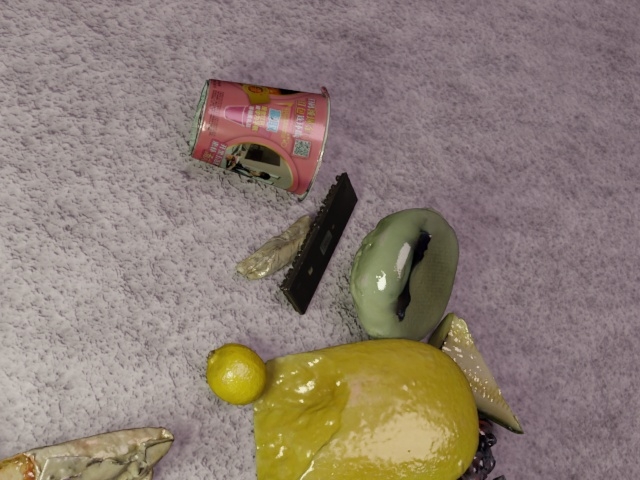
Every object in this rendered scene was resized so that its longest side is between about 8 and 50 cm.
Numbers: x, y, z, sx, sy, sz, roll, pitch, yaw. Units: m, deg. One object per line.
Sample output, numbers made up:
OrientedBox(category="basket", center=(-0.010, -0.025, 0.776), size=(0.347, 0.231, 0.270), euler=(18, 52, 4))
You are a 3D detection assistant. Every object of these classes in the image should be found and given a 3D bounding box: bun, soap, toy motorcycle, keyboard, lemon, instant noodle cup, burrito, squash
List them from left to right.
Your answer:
OrientedBox(category="burrito", center=(-0.412, 0.385, 1.431), size=(0.347, 0.175, 0.107), euler=(-13, 46, -29))
OrientedBox(category="lemon", center=(-0.158, 0.249, 1.645), size=(0.133, 0.109, 0.109), euler=(36, 58, -18))
OrientedBox(category="instant noodle cup", center=(-0.128, -0.219, 1.796), size=(0.254, 0.244, 0.244), euler=(13, 64, -14))
OrientedBox(category="burrito", center=(-0.084, 0.019, 1.810), size=(0.058, 0.063, 0.229), euler=(23, 42, 30))
OrientedBox(category="keyboard", center=(0.000, 0.000, 1.843), size=(0.317, 0.027, 0.106), euler=(-63, 145, -30))
OrientedBox(category="soap", center=(0.085, 0.335, 1.650), size=(0.427, 0.115, 0.306), euler=(-6, 60, -5))
OrientedBox(category="bun", center=(0.152, 0.067, 1.822), size=(0.187, 0.293, 0.293), euler=(19, 50, 33))
OrientedBox(category="squash", center=(0.341, 0.291, 1.881), size=(0.252, 0.093, 0.169), euler=(30, 66, -10))
OrientedBox(category="toy motorcycle", center=(0.321, 0.494, 1.762), size=(0.207, 0.134, 0.401), euler=(-19, 76, -49))
